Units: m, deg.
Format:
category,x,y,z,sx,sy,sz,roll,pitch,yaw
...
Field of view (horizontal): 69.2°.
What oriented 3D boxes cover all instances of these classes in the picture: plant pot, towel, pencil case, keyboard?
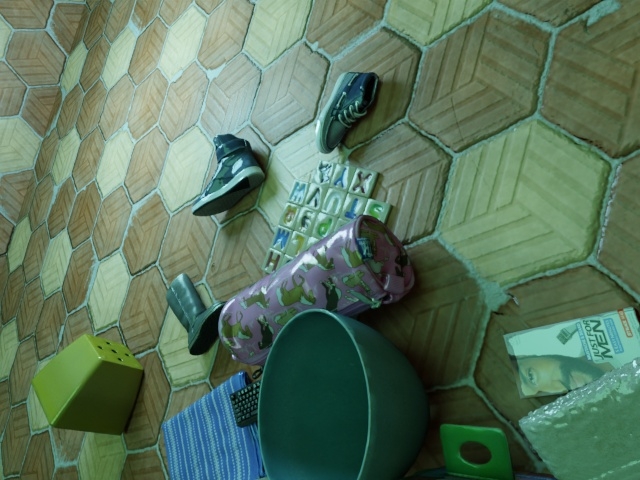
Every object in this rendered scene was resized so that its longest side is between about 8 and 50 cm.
category,x,y,z,sx,sy,sz,roll,pitch,yaw
plant pot,0.056,0.265,0.727,0.290,0.195,0.290,-27,56,50
plant pot,-0.628,0.389,1.295,0.212,0.212,0.187,29,84,42
towel,-0.251,0.473,1.050,0.336,0.040,0.243,-38,55,26
pencil case,-0.021,0.105,0.872,0.386,0.167,0.160,-32,91,30
keyboard,-0.114,0.306,0.969,0.180,0.023,0.108,-30,56,16
towel,0.399,0.226,0.528,0.282,0.049,0.187,-40,75,26

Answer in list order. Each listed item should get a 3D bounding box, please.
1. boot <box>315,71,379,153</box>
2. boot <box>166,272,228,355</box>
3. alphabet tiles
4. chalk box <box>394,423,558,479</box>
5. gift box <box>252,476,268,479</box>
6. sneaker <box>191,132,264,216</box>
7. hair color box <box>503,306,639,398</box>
category,x,y,z,sx,sy,sz,roll,pitch,yaw
boot,0.056,-0.273,0.986,0.086,0.069,0.190,16,86,45
boot,-0.312,0.160,1.181,0.190,0.076,0.208,-48,45,16
alphabet tiles,0.000,0.000,0.994,0.285,0.011,0.343,21,92,41
chalk box,0.212,0.390,0.592,0.180,0.179,0.289,-13,68,38
gift box,-0.139,0.590,0.775,0.255,0.258,0.276,39,102,41
sneaker,-0.260,-0.174,1.204,0.226,0.086,0.163,-32,69,18
hair color box,0.348,0.155,0.626,0.167,0.053,0.093,-24,64,34
